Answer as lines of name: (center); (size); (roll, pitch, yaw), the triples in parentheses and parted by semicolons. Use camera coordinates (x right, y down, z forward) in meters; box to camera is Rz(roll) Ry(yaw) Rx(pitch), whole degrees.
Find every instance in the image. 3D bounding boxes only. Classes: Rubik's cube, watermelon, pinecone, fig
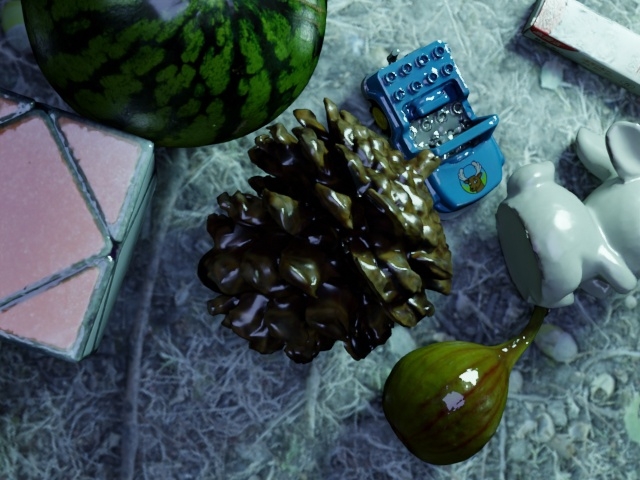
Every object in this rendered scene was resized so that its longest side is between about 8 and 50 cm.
Rubik's cube: (-0.278, -0.014, 0.886); (0.205, 0.205, 0.207); (18, 82, -7)
watermelon: (-0.131, -0.223, 0.885); (0.285, 0.285, 0.285); (1, 86, -9)
pinecone: (0.011, 0.006, 0.920); (0.243, 0.243, 0.257); (24, 108, -6)
fig: (0.172, 0.137, 0.998); (0.236, 0.124, 0.124); (-32, 91, -22)

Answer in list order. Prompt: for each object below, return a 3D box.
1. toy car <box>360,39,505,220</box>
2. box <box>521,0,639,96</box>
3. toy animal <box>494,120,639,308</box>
toy car: (0.127, -0.121, 1.007); (0.097, 0.100, 0.191); (-30, 95, -13)
box: (0.335, -0.210, 1.076); (0.218, 0.039, 0.055); (26, 84, -6)
toy animal: (0.284, -0.024, 1.012); (0.193, 0.127, 0.179); (-26, 88, -7)
